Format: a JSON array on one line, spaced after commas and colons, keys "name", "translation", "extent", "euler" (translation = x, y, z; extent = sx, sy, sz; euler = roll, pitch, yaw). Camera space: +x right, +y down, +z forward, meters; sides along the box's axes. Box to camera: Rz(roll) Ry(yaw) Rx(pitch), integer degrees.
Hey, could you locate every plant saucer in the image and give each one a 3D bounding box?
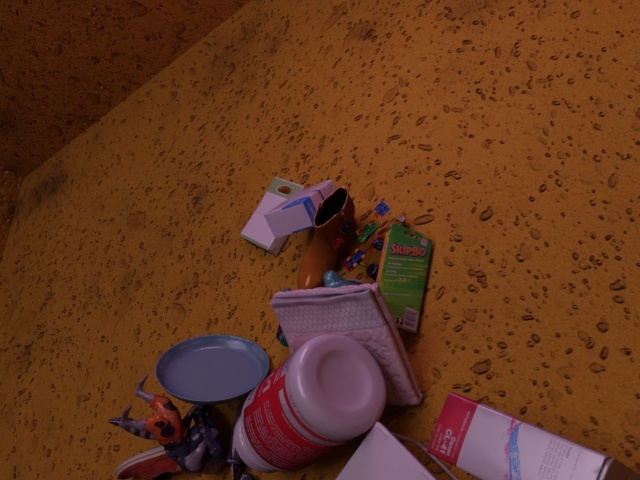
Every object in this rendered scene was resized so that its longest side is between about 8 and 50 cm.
[{"name": "plant saucer", "translation": [-0.304, 0.369, 1.804], "extent": [0.318, 0.318, 0.043], "euler": [32, 129, 48]}]

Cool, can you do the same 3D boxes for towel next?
[{"name": "towel", "translation": [0.051, 0.259, 1.525], "extent": [0.332, 0.316, 0.053], "euler": [-10, 18, 40]}]

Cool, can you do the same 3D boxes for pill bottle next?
[{"name": "pill bottle", "translation": [-0.045, 0.399, 1.479], "extent": [0.407, 0.229, 0.229], "euler": [-48, 36, 44]}]

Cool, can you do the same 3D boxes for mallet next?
[{"name": "mallet", "translation": [0.124, 0.071, 1.749], "extent": [0.039, 0.062, 0.190], "euler": [-55, 27, -1]}]

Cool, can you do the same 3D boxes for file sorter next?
[{"name": "file sorter", "translation": [0.141, 0.561, 1.309], "extent": [0.277, 0.173, 0.193], "euler": [-55, 42, 1]}]

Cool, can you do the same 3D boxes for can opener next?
[{"name": "can opener", "translation": [-0.200, 0.585, 1.707], "extent": [0.095, 0.076, 0.283], "euler": [5, 64, 10]}]

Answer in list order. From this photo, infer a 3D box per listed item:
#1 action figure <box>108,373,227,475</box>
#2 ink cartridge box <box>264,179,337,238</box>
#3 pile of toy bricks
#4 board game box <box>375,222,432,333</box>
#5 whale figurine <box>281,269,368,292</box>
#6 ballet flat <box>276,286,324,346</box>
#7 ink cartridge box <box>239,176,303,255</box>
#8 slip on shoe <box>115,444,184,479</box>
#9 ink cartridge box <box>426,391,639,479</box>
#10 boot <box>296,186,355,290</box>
[{"name": "action figure", "translation": [-0.395, 0.523, 1.759], "extent": [0.178, 0.330, 0.341], "euler": [-48, 11, -5]}, {"name": "ink cartridge box", "translation": [-0.047, -0.095, 1.892], "extent": [0.148, 0.085, 0.203], "euler": [-17, 13, 35]}, {"name": "pile of toy bricks", "translation": [0.127, -0.014, 1.725], "extent": [0.212, 0.105, 0.118], "euler": [-44, 82, -2]}, {"name": "board game box", "translation": [0.203, 0.092, 1.590], "extent": [0.039, 0.124, 0.259], "euler": [147, 141, -65]}, {"name": "whale figurine", "translation": [0.018, 0.186, 1.619], "extent": [0.272, 0.141, 0.216], "euler": [4, 100, 16]}, {"name": "ballet flat", "translation": [-0.019, 0.187, 1.764], "extent": [0.280, 0.095, 0.096], "euler": [-36, 31, 20]}, {"name": "ink cartridge box", "translation": [-0.147, -0.081, 2.078], "extent": [0.171, 0.056, 0.235], "euler": [23, 78, 47]}, {"name": "slip on shoe", "translation": [-0.498, 0.670, 1.888], "extent": [0.331, 0.123, 0.101], "euler": [-29, 80, 34]}, {"name": "ink cartridge box", "translation": [0.384, 0.404, 1.145], "extent": [0.306, 0.226, 0.131], "euler": [16, 77, 48]}, {"name": "boot", "translation": [0.001, 0.000, 1.762], "extent": [0.104, 0.211, 0.295], "euler": [27, 80, 17]}]
